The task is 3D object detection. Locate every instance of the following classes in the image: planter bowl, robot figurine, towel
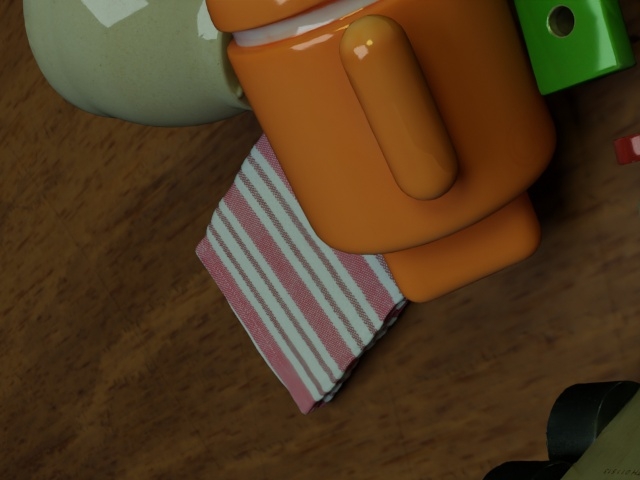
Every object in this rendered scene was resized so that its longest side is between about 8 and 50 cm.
[{"bbox_3d":[-0.061,-0.131,0.607,0.109,0.162,0.162,23,121,29],"label":"planter bowl"},{"bbox_3d":[0.027,-0.082,0.514,0.128,0.158,0.219,-7,118,40],"label":"robot figurine"},{"bbox_3d":[0.000,0.000,0.679,0.144,0.029,0.197,54,135,20],"label":"towel"}]

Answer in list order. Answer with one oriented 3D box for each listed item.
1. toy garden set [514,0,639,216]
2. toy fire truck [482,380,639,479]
[{"bbox_3d":[0.188,-0.097,0.413,0.244,0.049,0.203,-16,89,49],"label":"toy garden set"},{"bbox_3d":[0.143,0.202,0.459,0.158,0.217,0.246,-16,106,50],"label":"toy fire truck"}]
